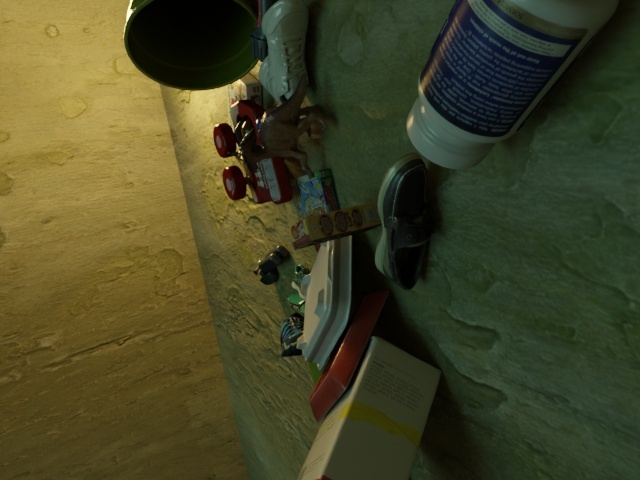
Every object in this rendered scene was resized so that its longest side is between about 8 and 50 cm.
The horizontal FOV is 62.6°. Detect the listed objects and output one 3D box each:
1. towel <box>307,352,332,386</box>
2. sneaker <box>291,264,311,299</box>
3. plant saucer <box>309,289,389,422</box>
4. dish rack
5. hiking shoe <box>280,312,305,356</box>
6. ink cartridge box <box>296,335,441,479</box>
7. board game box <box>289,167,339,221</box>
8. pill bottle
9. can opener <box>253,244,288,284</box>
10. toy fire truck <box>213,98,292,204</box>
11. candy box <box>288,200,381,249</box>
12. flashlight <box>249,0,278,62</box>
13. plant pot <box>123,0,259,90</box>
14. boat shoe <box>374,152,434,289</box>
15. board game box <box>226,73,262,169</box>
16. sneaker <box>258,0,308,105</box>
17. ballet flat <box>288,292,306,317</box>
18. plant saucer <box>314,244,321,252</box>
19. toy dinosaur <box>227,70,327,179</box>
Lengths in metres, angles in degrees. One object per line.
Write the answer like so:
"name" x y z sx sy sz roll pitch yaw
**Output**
"towel" 0.003 0.394 1.659 0.237 0.021 0.102 113 142 -57
"sneaker" -0.042 0.120 1.540 0.166 0.064 0.076 29 126 57
"plant saucer" 0.055 0.254 1.187 0.047 0.259 0.259 28 145 4
"dish rack" 0.004 0.131 1.280 0.333 0.072 0.286 112 166 -53
"hiking shoe" -0.076 0.287 1.635 0.304 0.113 0.132 138 126 -66
"ink cartridge box" 0.075 0.429 1.059 0.160 0.385 0.279 27 145 2
"board game box" -0.015 -0.105 1.370 0.201 0.035 0.136 -3 101 67
"pill bottle" 0.211 -0.215 0.643 0.153 0.153 0.265 64 154 23
"can opener" -0.165 0.082 1.806 0.093 0.074 0.280 39 156 -4
"toy fire truck" -0.171 -0.247 1.478 0.253 0.169 0.303 -1 104 61
"candy box" 0.039 -0.033 1.100 0.109 0.186 0.053 -25 81 66
"flashlight" -0.141 -0.598 1.280 0.103 0.103 0.304 -90 2 -52
"plant pot" -0.364 -0.680 1.470 0.366 0.365 0.353 123 139 -60
"boat shoe" 0.160 -0.024 0.951 0.092 0.102 0.285 48 150 37
"board game box" -0.243 -0.384 1.694 0.193 0.053 0.306 49 146 46
"sneaker" -0.064 -0.423 1.221 0.152 0.114 0.305 60 162 17
"ballet flat" -0.036 0.208 1.595 0.188 0.070 0.070 -156 54 -63
"plant saucer" 0.000 0.000 1.428 0.083 0.013 0.084 46 144 48
"toy dinosaur" -0.105 -0.252 1.237 0.296 0.200 0.127 113 152 -51
